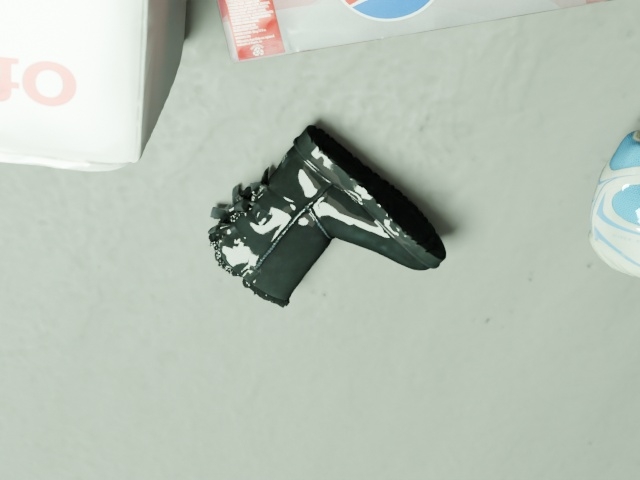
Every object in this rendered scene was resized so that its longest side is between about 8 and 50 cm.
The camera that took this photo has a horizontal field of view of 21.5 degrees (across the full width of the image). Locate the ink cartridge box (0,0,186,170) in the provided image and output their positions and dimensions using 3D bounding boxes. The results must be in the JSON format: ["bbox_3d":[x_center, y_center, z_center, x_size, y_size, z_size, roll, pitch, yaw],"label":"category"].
[{"bbox_3d":[-0.205,-0.254,0.811,0.285,0.166,0.395,7,117,2],"label":"ink cartridge box"}]

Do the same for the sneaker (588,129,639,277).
[{"bbox_3d":[0.271,-0.007,0.944,0.237,0.085,0.086,10,123,-1],"label":"sneaker"}]

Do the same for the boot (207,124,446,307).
[{"bbox_3d":[0.000,0.000,0.996,0.121,0.045,0.099,40,112,-7],"label":"boot"}]

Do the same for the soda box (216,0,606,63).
[{"bbox_3d":[0.075,-0.165,0.873,0.263,0.092,0.083,-8,118,9],"label":"soda box"}]
